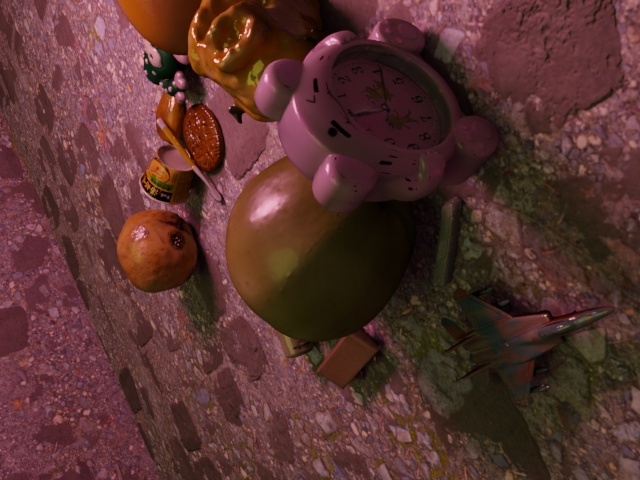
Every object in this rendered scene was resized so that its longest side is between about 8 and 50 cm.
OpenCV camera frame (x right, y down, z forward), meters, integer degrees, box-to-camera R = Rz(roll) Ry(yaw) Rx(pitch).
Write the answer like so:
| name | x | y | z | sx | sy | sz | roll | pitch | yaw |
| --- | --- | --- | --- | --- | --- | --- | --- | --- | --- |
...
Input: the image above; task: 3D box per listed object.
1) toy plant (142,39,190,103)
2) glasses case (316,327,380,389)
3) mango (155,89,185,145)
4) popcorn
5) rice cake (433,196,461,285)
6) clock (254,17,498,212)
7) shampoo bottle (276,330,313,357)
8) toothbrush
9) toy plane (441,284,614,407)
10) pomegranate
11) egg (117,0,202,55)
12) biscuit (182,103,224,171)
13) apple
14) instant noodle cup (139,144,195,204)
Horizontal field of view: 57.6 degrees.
| name | x | y | z | sx | sy | sz | roll | pitch | yaw |
| --- | --- | --- | --- | --- | --- | --- | --- | --- | --- |
| toy plant | -0.401 | -0.496 | 1.520 | 0.233 | 0.112 | 0.243 | 49 | 143 | 26 |
| glasses case | 0.079 | 0.259 | 1.323 | 0.102 | 0.070 | 0.194 | 32 | 133 | 2 |
| mango | -0.426 | -0.358 | 1.657 | 0.101 | 0.066 | 0.188 | 32 | 120 | 37 |
| popcorn | -0.089 | -0.336 | 1.079 | 0.297 | 0.316 | 0.281 | 40 | 118 | -4 |
| rice cake | 0.226 | 0.004 | 1.041 | 0.029 | 0.033 | 0.171 | 28 | 126 | 40 |
| clock | 0.084 | -0.190 | 0.895 | 0.296 | 0.322 | 0.113 | 58 | 146 | 15 |
| shampoo bottle | -0.076 | 0.209 | 1.466 | 0.079 | 0.079 | 0.162 | -18 | 91 | 52 |
| toothbrush | -0.365 | -0.222 | 1.623 | 0.288 | 0.021 | 0.024 | 53 | 153 | 1 |
| toy plane | 0.329 | 0.150 | 0.928 | 0.326 | 0.104 | 0.223 | -36 | 78 | 47 |
| pomegranate | -0.499 | 0.033 | 1.777 | 0.260 | 0.260 | 0.261 | 25 | 124 | 43 |
| egg | -0.335 | -0.577 | 1.292 | 0.250 | 0.250 | 0.323 | 7 | 120 | 49 |
| biscuit | -0.324 | -0.278 | 1.592 | 0.187 | 0.027 | 0.188 | 24 | 123 | 44 |
| apple | 0.000 | 0.000 | 1.072 | 0.357 | 0.357 | 0.358 | 25 | 124 | 43 |
| instant noodle cup | -0.434 | -0.194 | 1.675 | 0.151 | 0.151 | 0.122 | 50 | 131 | 24 |
